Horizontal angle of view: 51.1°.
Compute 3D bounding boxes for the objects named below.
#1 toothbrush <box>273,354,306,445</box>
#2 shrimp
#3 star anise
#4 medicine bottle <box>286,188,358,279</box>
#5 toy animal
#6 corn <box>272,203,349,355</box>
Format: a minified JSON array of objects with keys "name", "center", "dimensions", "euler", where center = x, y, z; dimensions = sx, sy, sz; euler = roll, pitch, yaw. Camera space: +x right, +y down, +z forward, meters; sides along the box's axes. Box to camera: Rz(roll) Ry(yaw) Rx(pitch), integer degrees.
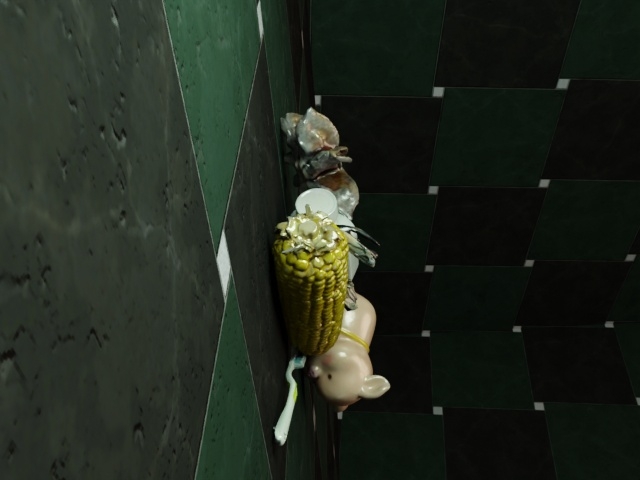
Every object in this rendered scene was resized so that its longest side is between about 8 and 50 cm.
[{"name":"toothbrush","center":[-0.046,0.218,0.949],"dimensions":[0.263,0.026,0.022],"euler":[-70,157,-76]},{"name":"shrimp","center":[0.031,0.036,1.032],"dimensions":[0.219,0.152,0.046],"euler":[53,45,-36]},{"name":"star anise","center":[-0.004,-0.112,1.143],"dimensions":[0.229,0.093,0.236],"euler":[55,-29,38]},{"name":"medicine bottle","center":[0.000,0.000,1.096],"dimensions":[0.183,0.119,0.069],"euler":[85,27,-50]},{"name":"toy animal","center":[0.039,0.206,1.344],"dimensions":[0.165,0.149,0.248],"euler":[133,-39,-58]},{"name":"corn","center":[-0.012,0.078,0.980],"dimensions":[0.305,0.106,0.106],"euler":[89,0,-52]}]
